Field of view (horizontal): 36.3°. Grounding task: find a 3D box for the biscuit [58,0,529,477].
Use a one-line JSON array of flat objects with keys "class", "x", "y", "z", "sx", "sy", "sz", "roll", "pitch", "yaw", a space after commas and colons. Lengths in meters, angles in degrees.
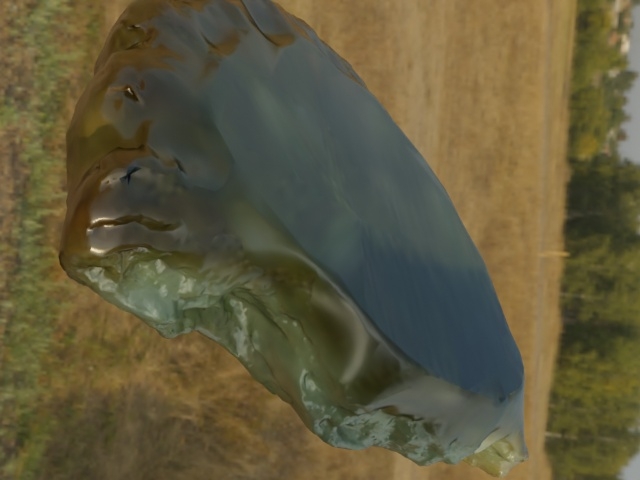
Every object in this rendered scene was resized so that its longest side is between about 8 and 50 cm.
[{"class": "biscuit", "x": 0.000, "y": 0.000, "z": 0.513, "sx": 0.335, "sy": 0.078, "sz": 0.329, "roll": -14, "pitch": 74, "yaw": -61}]
